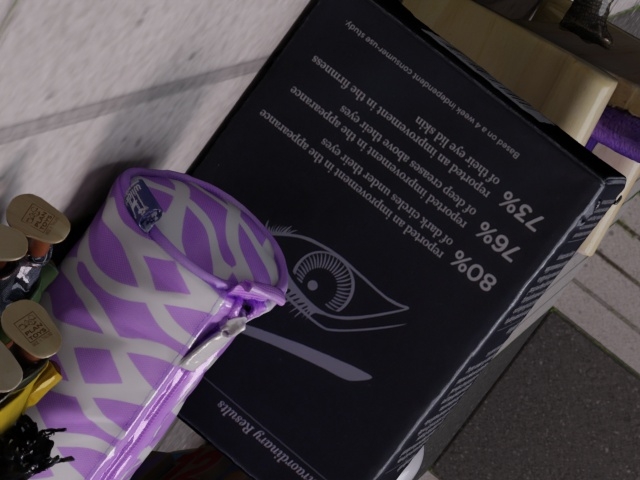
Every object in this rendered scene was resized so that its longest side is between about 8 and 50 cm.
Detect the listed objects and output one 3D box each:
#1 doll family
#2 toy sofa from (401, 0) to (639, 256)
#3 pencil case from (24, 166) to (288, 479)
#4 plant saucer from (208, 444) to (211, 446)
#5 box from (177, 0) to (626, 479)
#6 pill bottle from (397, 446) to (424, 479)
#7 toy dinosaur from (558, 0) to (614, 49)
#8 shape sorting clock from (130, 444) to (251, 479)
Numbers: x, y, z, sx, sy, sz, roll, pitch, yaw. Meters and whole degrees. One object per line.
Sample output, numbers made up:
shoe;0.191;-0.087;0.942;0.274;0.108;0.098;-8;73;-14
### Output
doll family;-0.144;0.073;0.612;0.193;0.076;0.111;-37;167;-36
toy sofa;0.140;-0.046;1.041;0.150;0.177;0.362;-62;168;14
pencil case;-0.091;0.066;0.733;0.086;0.088;0.206;4;129;-51
plant saucer;0.015;0.119;1.351;0.332;0.084;0.332;-48;169;-12
box;0.017;0.008;0.821;0.207;0.153;0.108;-52;170;11
pill bottle;0.036;0.204;1.657;0.103;0.103;0.184;-42;166;-38
toy dinosaur;0.138;-0.193;0.841;0.160;0.121;0.313;-62;166;-8
shape sorting clock;-0.111;0.155;0.825;0.206;0.040;0.206;-19;-163;6
